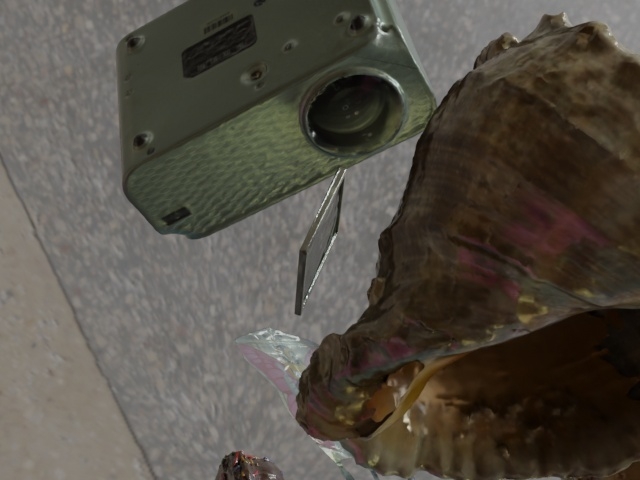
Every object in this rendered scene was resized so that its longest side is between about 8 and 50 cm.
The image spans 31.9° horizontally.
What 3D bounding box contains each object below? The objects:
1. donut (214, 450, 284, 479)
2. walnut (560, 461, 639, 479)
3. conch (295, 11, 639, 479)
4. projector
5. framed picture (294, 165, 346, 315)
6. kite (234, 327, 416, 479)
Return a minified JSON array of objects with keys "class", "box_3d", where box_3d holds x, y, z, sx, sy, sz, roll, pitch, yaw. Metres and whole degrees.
[{"class":"donut","box_3d":[-0.103,0.423,1.649,0.089,0.235,0.235,4,76,-16]},{"class":"walnut","box_3d":[0.477,0.258,1.452,0.384,0.383,0.383,1,77,-4]},{"class":"conch","box_3d":[0.151,0.013,0.715,0.297,0.352,0.210,45,33,-28]},{"class":"projector","box_3d":[-0.048,-0.135,0.928,0.251,0.108,0.198,-25,43,12]},{"class":"framed picture","box_3d":[0.000,0.000,0.772,0.007,0.066,0.089,16,46,9]},{"class":"kite","box_3d":[0.040,0.233,1.280,0.022,0.204,0.360,-45,66,18]}]
